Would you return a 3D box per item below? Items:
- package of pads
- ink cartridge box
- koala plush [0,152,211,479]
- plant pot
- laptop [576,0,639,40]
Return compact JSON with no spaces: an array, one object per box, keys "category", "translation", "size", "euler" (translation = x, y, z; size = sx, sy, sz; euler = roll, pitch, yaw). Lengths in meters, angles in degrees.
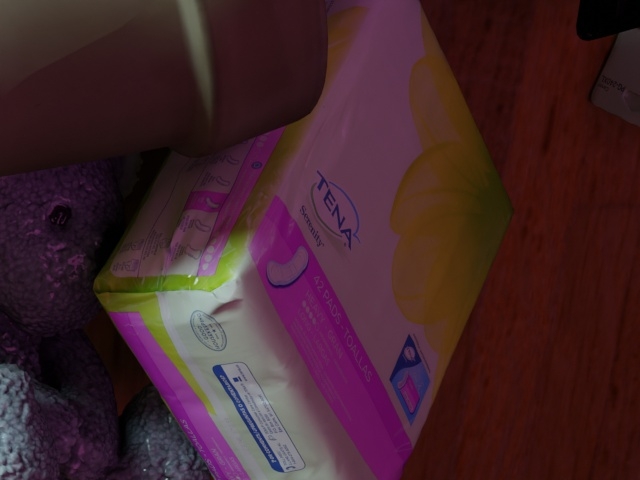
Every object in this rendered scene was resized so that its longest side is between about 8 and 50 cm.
[{"category":"package of pads","translation":[0.000,0.000,1.146],"size":[0.229,0.101,0.296],"euler":[62,38,-35]},{"category":"ink cartridge box","translation":[0.279,-0.090,1.339],"size":[0.150,0.109,0.063],"euler":[15,101,-31]},{"category":"koala plush","translation":[-0.175,0.030,1.123],"size":[0.196,0.203,0.221],"euler":[8,90,-53]},{"category":"plant pot","translation":[-0.194,-0.155,0.953],"size":[0.280,0.323,0.323],"euler":[-24,117,-15]},{"category":"laptop","translation":[0.312,-0.367,1.133],"size":[0.408,0.236,0.382],"euler":[-17,147,-10]}]
